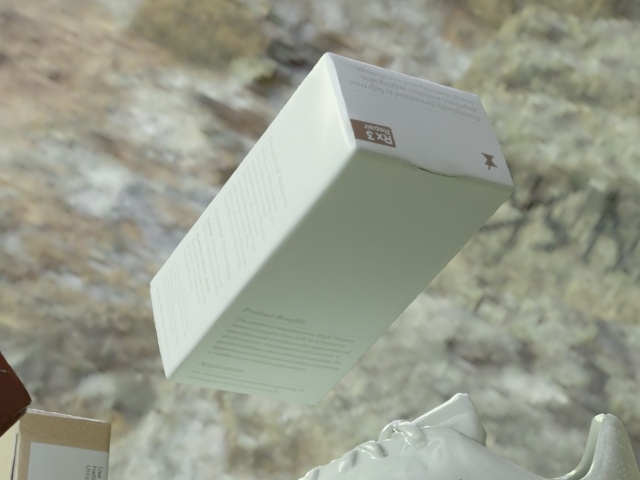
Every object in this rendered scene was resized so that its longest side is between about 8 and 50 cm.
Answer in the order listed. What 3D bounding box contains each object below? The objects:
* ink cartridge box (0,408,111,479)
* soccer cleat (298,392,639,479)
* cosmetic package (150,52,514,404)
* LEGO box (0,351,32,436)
[{"bbox_3d":[-0.254,0.275,1.482,0.088,0.235,0.193,11,162,-24],"label":"ink cartridge box"},{"bbox_3d":[0.035,0.165,1.056,0.331,0.143,0.116,-2,179,-4],"label":"soccer cleat"},{"bbox_3d":[0.000,0.000,1.059,0.117,0.231,0.085,13,-136,-32],"label":"cosmetic package"},{"bbox_3d":[-0.416,0.174,0.736,0.193,0.372,0.500,56,-149,-7],"label":"LEGO box"}]
